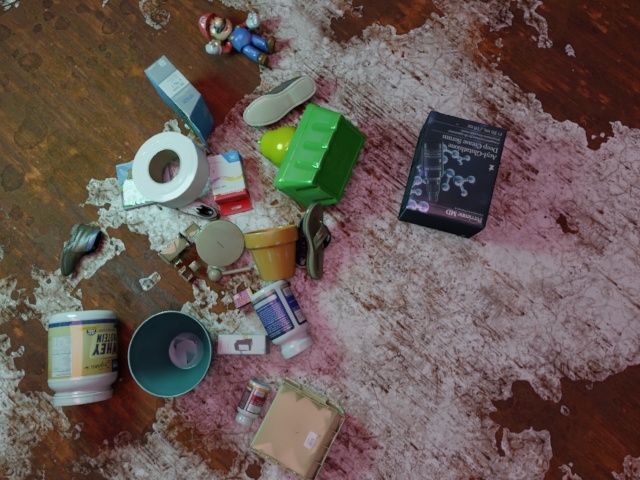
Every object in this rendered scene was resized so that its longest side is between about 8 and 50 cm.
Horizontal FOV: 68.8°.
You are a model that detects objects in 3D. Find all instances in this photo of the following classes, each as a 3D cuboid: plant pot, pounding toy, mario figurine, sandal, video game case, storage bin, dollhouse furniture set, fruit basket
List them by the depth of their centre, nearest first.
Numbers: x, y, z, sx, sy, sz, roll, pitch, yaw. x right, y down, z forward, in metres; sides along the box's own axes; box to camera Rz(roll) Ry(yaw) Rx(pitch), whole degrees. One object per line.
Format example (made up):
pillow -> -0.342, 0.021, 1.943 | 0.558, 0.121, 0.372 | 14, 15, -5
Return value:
storage bin -> -0.080, 0.674, 1.681 | 0.260, 0.123, 0.262 | 27, 82, 5
plant pot -> -0.518, 0.405, 1.703 | 0.290, 0.195, 0.290 | 0, 80, 1
plant pot -> -0.175, 0.050, 1.768 | 0.205, 0.205, 0.188 | -9, 96, 0
sandal -> 0.001, 0.001, 1.773 | 0.086, 0.120, 0.303 | 3, 103, 31
fruit basket -> -0.056, -0.332, 1.828 | 0.392, 0.283, 0.392 | -23, 52, 34
pounding toy -> -0.387, 0.025, 1.829 | 0.182, 0.110, 0.237 | -19, 109, -13
dollhouse furniture set -> -0.511, 0.041, 1.839 | 0.182, 0.101, 0.161 | -44, 106, -6
video game case -> -0.717, -0.239, 1.911 | 0.212, 0.023, 0.193 | -13, 80, 0
mario figurine -> -0.355, -0.849, 1.929 | 0.320, 0.170, 0.198 | 23, 47, -2

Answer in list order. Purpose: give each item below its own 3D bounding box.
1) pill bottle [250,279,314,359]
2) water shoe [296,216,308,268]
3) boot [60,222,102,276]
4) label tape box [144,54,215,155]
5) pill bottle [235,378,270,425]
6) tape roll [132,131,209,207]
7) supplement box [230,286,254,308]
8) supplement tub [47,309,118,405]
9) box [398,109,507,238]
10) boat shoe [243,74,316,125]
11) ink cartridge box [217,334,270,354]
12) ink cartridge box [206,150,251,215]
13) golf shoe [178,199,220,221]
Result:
pill bottle -> -0.138, 0.293, 1.731 | 0.153, 0.153, 0.265 | -28, 83, -3
water shoe -> -0.072, 0.005, 1.819 | 0.072, 0.080, 0.203 | 3, 80, 2
boot -> -0.942, 0.042, 1.839 | 0.106, 0.082, 0.219 | 10, 79, 6
label tape box -> -0.515, -0.526, 1.847 | 0.106, 0.240, 0.334 | -42, 82, -7
pill bottle -> -0.253, 0.595, 1.718 | 0.086, 0.086, 0.152 | 24, 81, 6
tape roll -> -0.582, -0.275, 1.823 | 0.286, 0.100, 0.286 | -3, 78, 14
supplement box -> -0.297, 0.224, 1.806 | 0.083, 0.043, 0.055 | -27, 81, -4
supplement tub -> -0.859, 0.420, 1.695 | 0.228, 0.228, 0.316 | -6, 80, 1
box -> 0.494, -0.245, 1.780 | 0.293, 0.212, 0.396 | 15, 81, 4
boat shoe -> -0.172, -0.576, 1.918 | 0.324, 0.097, 0.117 | -31, 121, 0
ink cartridge box -> -0.281, 0.386, 1.735 | 0.175, 0.127, 0.072 | 0, 77, 1
ink cartridge box -> -0.365, -0.227, 1.870 | 0.134, 0.078, 0.231 | -14, 80, 0
golf shoe -> -0.492, -0.131, 1.854 | 0.186, 0.086, 0.068 | 16, 82, 6
